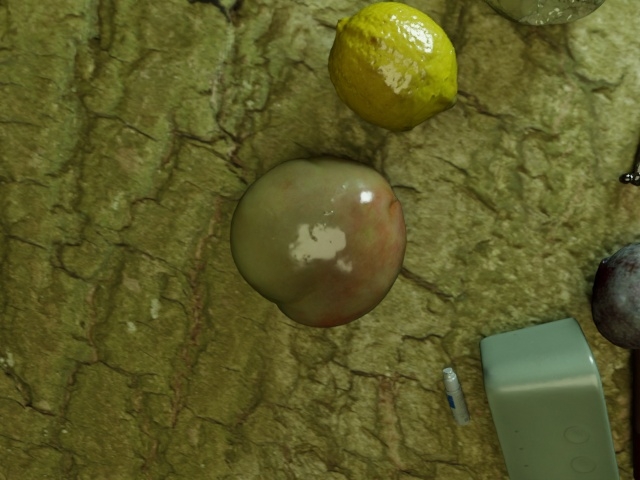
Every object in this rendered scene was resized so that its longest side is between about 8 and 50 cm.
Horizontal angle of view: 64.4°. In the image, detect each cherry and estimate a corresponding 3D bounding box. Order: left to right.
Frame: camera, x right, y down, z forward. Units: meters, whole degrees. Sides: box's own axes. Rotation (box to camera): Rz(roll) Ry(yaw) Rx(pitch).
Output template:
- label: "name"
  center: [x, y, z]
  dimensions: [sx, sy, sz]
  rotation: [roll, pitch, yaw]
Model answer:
- label: "cherry"
  center: [0.556, 0.095, 0.845]
  dimensions: [0.195, 0.195, 0.195]
  rotation: [2, 111, 6]

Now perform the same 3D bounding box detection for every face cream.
- label: "face cream"
  center: [0.275, 0.316, 1.038]
  dimensions: [0.034, 0.034, 0.130]
  rotation: [-15, 109, 13]

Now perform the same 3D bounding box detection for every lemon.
- label: "lemon"
  center: [0.107, -0.258, 0.764]
  dimensions: [0.193, 0.180, 0.180]
  rotation: [11, 114, -20]

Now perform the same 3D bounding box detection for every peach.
- label: "peach"
  center: [0.001, 0.001, 0.835]
  dimensions: [0.293, 0.247, 0.292]
  rotation: [15, 123, 24]

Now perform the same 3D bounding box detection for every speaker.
- label: "speaker"
  center: [0.435, 0.358, 0.960]
  dimensions: [0.184, 0.183, 0.405]
  rotation: [-14, 109, 18]

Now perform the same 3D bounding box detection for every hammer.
- label: "hammer"
  center: [0.538, -0.176, 0.825]
  dimensions: [0.065, 0.021, 0.178]
  rotation: [4, 109, 5]

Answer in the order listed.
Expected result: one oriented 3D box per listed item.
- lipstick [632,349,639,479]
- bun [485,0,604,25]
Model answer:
- label: "lipstick"
  center: [0.637, 0.326, 0.984]
  dimensions: [0.057, 0.057, 0.356]
  rotation: [-8, 109, 10]
- label: "bun"
  center: [0.318, -0.413, 0.707]
  dimensions: [0.210, 0.116, 0.237]
  rotation: [-42, 100, 20]
